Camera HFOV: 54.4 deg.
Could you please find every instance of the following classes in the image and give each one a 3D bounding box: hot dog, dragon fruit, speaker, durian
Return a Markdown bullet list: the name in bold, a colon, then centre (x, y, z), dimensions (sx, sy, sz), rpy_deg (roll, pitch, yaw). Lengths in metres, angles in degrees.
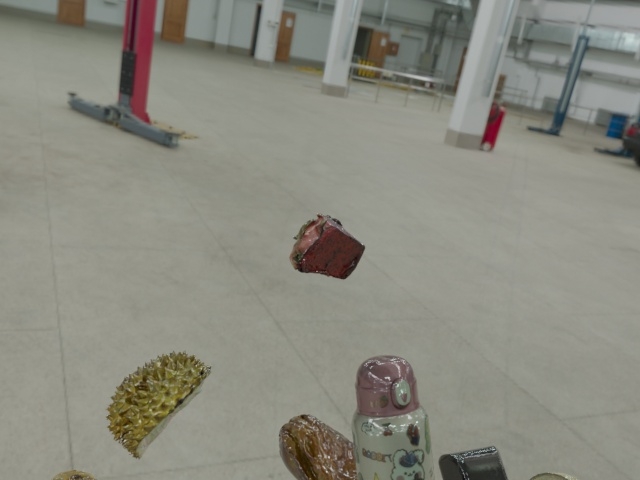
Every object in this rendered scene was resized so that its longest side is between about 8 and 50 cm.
- **hot dog**: centre (0.051, 0.585, 1.539), dimensions (0.387, 0.174, 0.267), rpy_deg (38, -16, -16)
- **dragon fruit**: centre (0.000, 0.000, 1.058), dimensions (0.147, 0.102, 0.096), rpy_deg (26, 20, -51)
- **speaker**: centre (0.454, 0.717, 1.618), dimensions (0.180, 0.184, 0.388), rpy_deg (-8, 53, -7)
- **durian**: centre (-0.326, 0.304, 1.217), dimensions (0.138, 0.249, 0.183), rpy_deg (50, 6, 15)

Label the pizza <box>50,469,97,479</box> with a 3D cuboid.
- **pizza**: centre (-0.472, 0.550, 1.280), dimensions (0.194, 0.069, 0.154), rpy_deg (42, -10, 18)

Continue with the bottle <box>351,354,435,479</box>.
- **bottle**: centre (0.106, 0.299, 0.927), dimensions (0.120, 0.253, 0.120), rpy_deg (-7, 5, 1)

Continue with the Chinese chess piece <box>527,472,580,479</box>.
- **Chinese chess piece**: centre (0.306, 0.362, 0.799), dimensions (0.051, 0.122, 0.122), rpy_deg (30, 9, -27)
